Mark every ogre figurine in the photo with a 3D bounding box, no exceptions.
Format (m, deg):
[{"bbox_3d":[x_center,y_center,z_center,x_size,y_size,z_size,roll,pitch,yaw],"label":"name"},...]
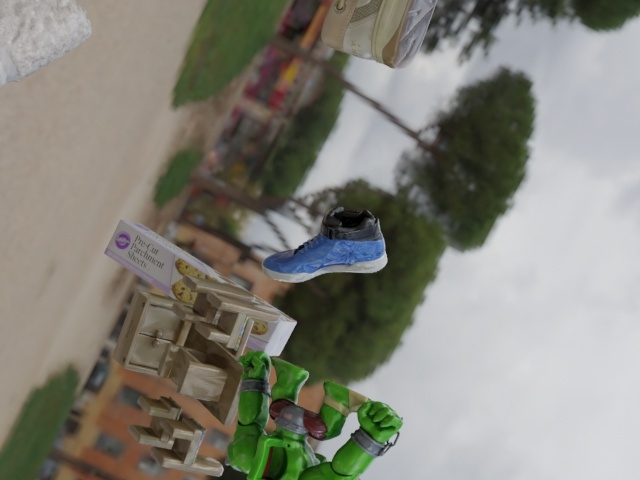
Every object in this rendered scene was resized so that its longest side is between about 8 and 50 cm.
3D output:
[{"bbox_3d":[-0.021,0.182,1.370,0.118,0.197,0.097,-65,158,-6],"label":"ogre figurine"}]

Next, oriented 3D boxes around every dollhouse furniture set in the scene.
[{"bbox_3d":[-0.135,0.158,1.820,0.242,0.161,0.212,31,-78,58],"label":"dollhouse furniture set"}]

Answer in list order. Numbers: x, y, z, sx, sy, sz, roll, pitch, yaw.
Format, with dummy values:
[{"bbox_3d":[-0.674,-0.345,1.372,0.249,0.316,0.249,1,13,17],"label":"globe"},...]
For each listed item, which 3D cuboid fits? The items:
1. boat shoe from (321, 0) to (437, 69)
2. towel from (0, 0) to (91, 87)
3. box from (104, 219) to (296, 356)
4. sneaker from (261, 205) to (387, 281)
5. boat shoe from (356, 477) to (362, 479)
[{"bbox_3d":[0.086,-0.319,1.407,0.302,0.098,0.109,-70,160,-3],"label":"boat shoe"},{"bbox_3d":[-0.324,-0.229,1.114,0.187,0.282,0.049,-37,179,-29],"label":"towel"},{"bbox_3d":[-0.186,0.072,2.211,0.067,0.324,0.063,-61,157,7],"label":"box"},{"bbox_3d":[0.000,-0.001,1.740,0.058,0.152,0.084,-81,164,-58],"label":"sneaker"},{"bbox_3d":[0.067,0.441,1.888,0.104,0.111,0.307,-56,136,-59],"label":"boat shoe"}]
